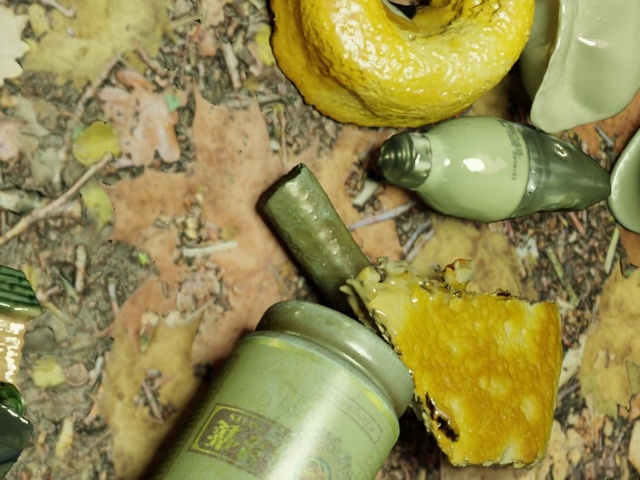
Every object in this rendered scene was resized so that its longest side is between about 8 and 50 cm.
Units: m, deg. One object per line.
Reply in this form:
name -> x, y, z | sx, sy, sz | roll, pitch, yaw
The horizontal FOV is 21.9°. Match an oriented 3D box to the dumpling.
dumpling -> 0.241, -0.195, 1.540 | 0.250, 0.132, 0.162 | -50, 137, -55

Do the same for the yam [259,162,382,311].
yam -> 0.000, 0.000, 1.407 | 0.054, 0.054, 0.132 | -45, 110, -31

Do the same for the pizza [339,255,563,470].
pizza -> 0.115, 0.103, 1.430 | 0.297, 0.071, 0.189 | 21, 68, -50

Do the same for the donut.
donut -> 0.073, -0.216, 1.457 | 0.254, 0.118, 0.253 | 1, 86, -21

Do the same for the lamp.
lamp -> 0.162, -0.062, 1.499 | 0.250, 0.101, 0.101 | 5, 81, -33

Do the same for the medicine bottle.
medicine bottle -> -0.060, 0.210, 1.273 | 0.151, 0.151, 0.322 | 44, 62, -23

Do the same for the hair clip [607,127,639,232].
hair clip -> 0.391, -0.093, 1.656 | 0.282, 0.113, 0.172 | -38, 106, -33

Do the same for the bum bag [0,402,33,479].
bum bag -> -0.279, 0.190, 1.067 | 0.137, 0.310, 0.074 | 14, 39, -16

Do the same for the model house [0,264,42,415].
model house -> -0.290, 0.051, 1.132 | 0.183, 0.166, 0.172 | 20, 68, -33
